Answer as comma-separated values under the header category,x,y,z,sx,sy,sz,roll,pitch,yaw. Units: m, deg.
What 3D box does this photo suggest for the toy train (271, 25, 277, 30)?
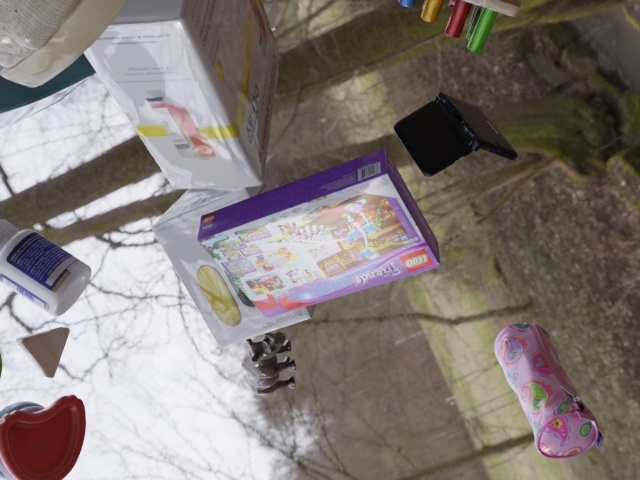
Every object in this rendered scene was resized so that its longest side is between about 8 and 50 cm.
category,x,y,z,sx,sy,sz,roll,pitch,yaw
toy train,-0.190,-0.418,1.440,0.248,0.143,0.105,-152,66,-64

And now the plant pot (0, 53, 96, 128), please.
category,x,y,z,sx,sy,sz,roll,pitch,yaw
plant pot,-0.567,-0.296,1.350,0.165,0.165,0.234,56,-137,-16

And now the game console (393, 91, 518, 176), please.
category,x,y,z,sx,sy,sz,roll,pitch,yaw
game console,0.169,-0.126,0.952,0.107,0.071,0.122,14,-147,-31

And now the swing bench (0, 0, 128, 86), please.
category,x,y,z,sx,sy,sz,roll,pitch,yaw
swing bench,-0.232,-0.176,0.304,0.253,0.254,0.165,18,-92,-53

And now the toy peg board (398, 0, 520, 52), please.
category,x,y,z,sx,sy,sz,roll,pitch,yaw
toy peg board,0.166,-0.319,0.977,0.161,0.160,0.079,-73,1,-53

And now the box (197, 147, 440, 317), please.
category,x,y,z,sx,sy,sz,roll,pitch,yaw
box,0.000,0.000,1.083,0.201,0.293,0.057,55,-154,-40

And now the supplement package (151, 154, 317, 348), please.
category,x,y,z,sx,sy,sz,roll,pitch,yaw
supplement package,-0.137,0.019,1.398,0.263,0.199,0.198,64,-160,-17

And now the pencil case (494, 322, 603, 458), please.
category,x,y,z,sx,sy,sz,roll,pitch,yaw
pencil case,0.419,0.274,1.410,0.284,0.124,0.124,-100,-16,-60

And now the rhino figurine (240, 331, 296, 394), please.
category,x,y,z,sx,sy,sz,roll,pitch,yaw
rhino figurine,-0.105,0.240,1.494,0.243,0.106,0.073,93,162,-58

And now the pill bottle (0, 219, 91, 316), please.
category,x,y,z,sx,sy,sz,roll,pitch,yaw
pill bottle,-0.526,0.046,1.374,0.186,0.112,0.112,33,-174,1

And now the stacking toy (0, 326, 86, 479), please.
category,x,y,z,sx,sy,sz,roll,pitch,yaw
stacking toy,-0.538,0.268,1.186,0.309,0.130,0.279,3,-93,-50

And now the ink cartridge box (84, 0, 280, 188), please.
category,x,y,z,sx,sy,sz,roll,pitch,yaw
ink cartridge box,-0.187,-0.290,1.114,0.385,0.160,0.279,69,-157,-61
